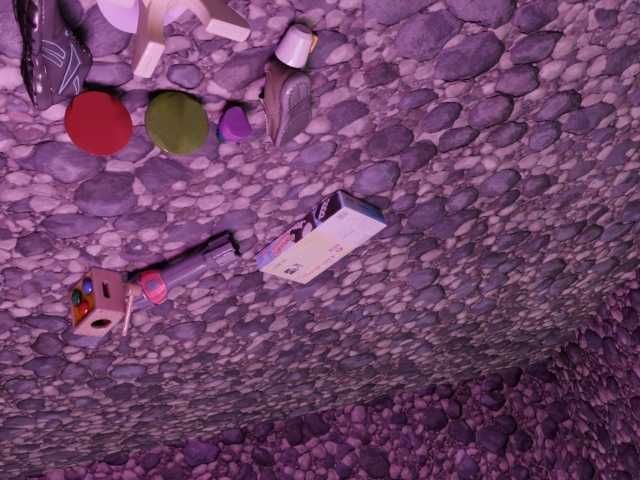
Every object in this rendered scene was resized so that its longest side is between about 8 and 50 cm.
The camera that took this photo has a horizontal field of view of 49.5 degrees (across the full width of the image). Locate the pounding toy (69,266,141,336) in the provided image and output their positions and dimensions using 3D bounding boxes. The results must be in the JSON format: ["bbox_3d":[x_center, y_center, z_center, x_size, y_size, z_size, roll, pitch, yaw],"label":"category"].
[{"bbox_3d":[-0.539,0.157,1.730,0.094,0.181,0.206,16,135,-43],"label":"pounding toy"}]

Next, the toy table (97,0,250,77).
[{"bbox_3d":[-0.238,-0.388,1.052,0.252,0.160,0.274,-1,144,-27],"label":"toy table"}]

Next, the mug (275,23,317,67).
[{"bbox_3d":[-0.043,-0.370,1.296,0.062,0.078,0.064,26,126,-7],"label":"mug"}]

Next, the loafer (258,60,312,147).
[{"bbox_3d":[-0.073,-0.278,1.403,0.094,0.087,0.251,-37,167,-21],"label":"loafer"}]

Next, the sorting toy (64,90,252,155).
[{"bbox_3d":[-0.321,-0.211,1.360,0.366,0.127,0.126,-7,172,-31],"label":"sorting toy"}]

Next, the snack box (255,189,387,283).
[{"bbox_3d":[0.000,0.000,1.885,0.322,0.060,0.187,-37,144,27],"label":"snack box"}]

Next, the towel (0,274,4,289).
[{"bbox_3d":[-0.970,0.138,1.570,0.321,0.090,0.375,-35,145,30],"label":"towel"}]

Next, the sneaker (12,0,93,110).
[{"bbox_3d":[-0.434,-0.326,1.131,0.106,0.101,0.267,-19,158,-27],"label":"sneaker"}]

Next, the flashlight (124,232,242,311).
[{"bbox_3d":[-0.351,0.079,1.797,0.304,0.103,0.103,-26,134,4],"label":"flashlight"}]
